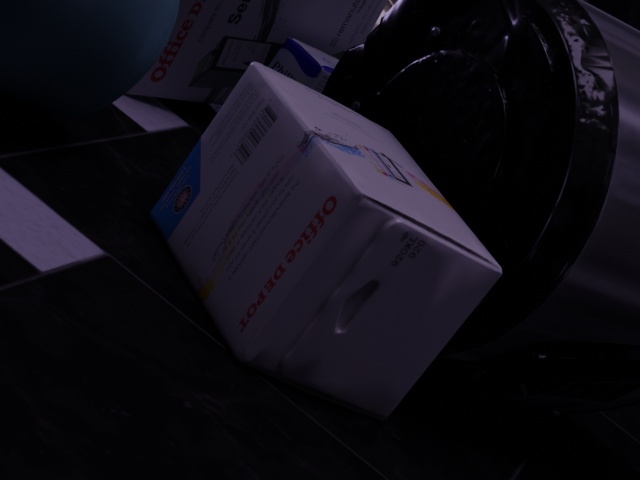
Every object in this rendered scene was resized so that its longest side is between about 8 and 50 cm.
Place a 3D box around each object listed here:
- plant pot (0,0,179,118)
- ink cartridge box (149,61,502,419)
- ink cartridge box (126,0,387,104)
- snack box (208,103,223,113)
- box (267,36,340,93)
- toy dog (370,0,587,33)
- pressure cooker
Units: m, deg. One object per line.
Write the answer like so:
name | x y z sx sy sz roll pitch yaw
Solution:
plant pot | -0.263 -0.240 1.557 0.255 0.271 0.272 43 5 -46
ink cartridge box | 0.000 0.000 1.529 0.168 0.171 0.233 25 19 -36
ink cartridge box | -0.084 -0.255 1.962 0.289 0.211 0.121 2 38 -44
snack box | -0.085 -0.163 2.109 0.100 0.037 0.141 44 17 33
box | -0.012 -0.128 1.965 0.126 0.137 0.072 20 21 -47
toy dog | 0.172 -0.303 2.297 0.395 0.408 0.284 50 -5 15
pressure cooker | 0.239 -0.033 1.750 0.420 0.375 0.370 18 28 -43
